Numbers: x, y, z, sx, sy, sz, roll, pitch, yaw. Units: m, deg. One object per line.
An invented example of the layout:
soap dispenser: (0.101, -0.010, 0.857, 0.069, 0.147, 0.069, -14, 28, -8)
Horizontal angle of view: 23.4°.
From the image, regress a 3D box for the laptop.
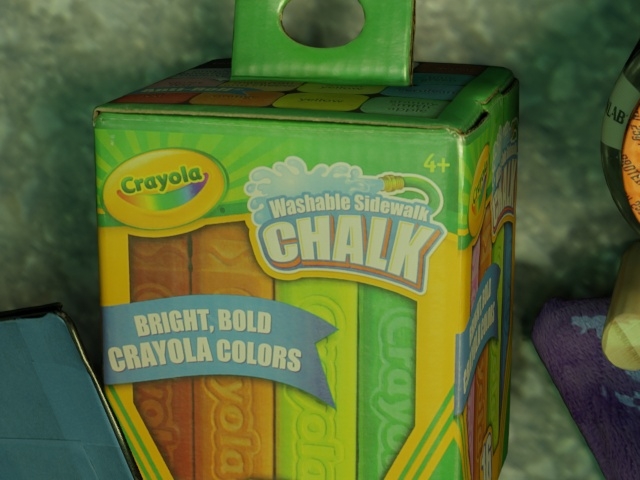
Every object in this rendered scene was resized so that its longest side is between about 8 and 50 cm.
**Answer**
laptop: (-0.202, 0.276, 0.783, 0.236, 0.382, 0.408, 36, 68, -21)

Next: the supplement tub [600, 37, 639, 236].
supplement tub: (0.190, -0.053, 0.706, 0.117, 0.190, 0.117, 4, 105, 15)

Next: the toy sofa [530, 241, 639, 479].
toy sofa: (0.239, 0.175, 0.775, 0.177, 0.150, 0.363, -21, 98, 18)

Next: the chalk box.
chalk box: (0.000, 0.000, 0.779, 0.180, 0.179, 0.289, 3, 105, 15)
